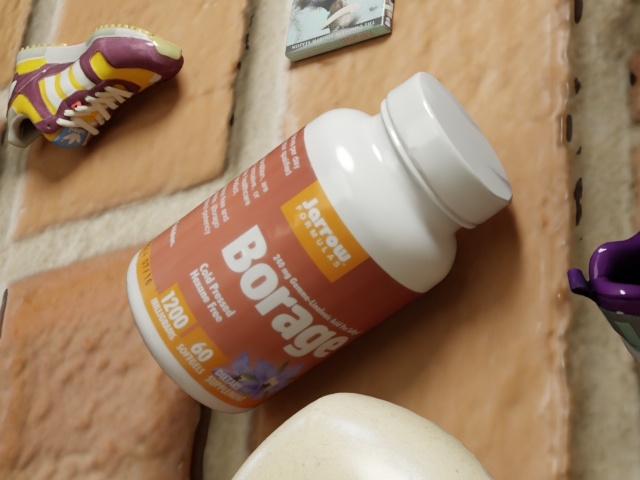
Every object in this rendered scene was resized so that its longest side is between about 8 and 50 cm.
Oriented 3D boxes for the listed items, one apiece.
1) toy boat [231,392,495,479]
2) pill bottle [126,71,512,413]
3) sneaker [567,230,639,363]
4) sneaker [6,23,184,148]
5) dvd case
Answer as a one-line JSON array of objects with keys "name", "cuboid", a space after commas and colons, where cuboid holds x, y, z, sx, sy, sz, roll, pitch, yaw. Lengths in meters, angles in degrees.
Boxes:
[{"name": "toy boat", "cuboid": [-0.030, 0.219, 0.704, 0.318, 0.148, 0.267, -10, 64, 27]}, {"name": "pill bottle", "cuboid": [0.000, 0.000, 0.803, 0.216, 0.121, 0.121, -36, 48, 19]}, {"name": "sneaker", "cuboid": [0.226, -0.019, 0.641, 0.223, 0.098, 0.083, -40, 47, 15]}, {"name": "sneaker", "cuboid": [-0.177, -0.113, 1.063, 0.185, 0.069, 0.084, -5, 72, 45]}, {"name": "dvd case", "cuboid": [0.018, -0.190, 0.975, 0.087, 0.013, 0.119, -11, 60, 35]}]
